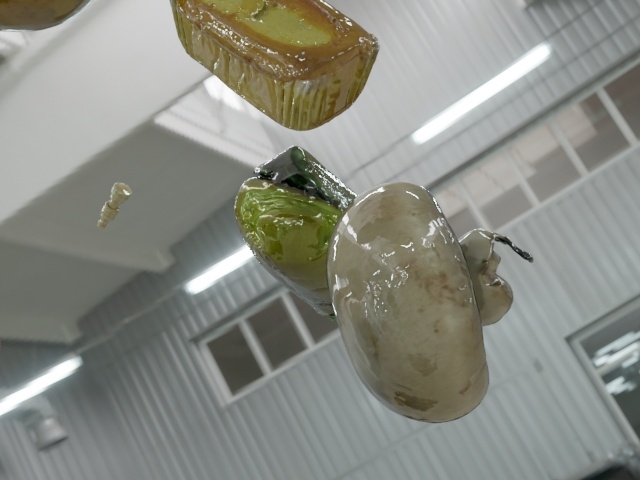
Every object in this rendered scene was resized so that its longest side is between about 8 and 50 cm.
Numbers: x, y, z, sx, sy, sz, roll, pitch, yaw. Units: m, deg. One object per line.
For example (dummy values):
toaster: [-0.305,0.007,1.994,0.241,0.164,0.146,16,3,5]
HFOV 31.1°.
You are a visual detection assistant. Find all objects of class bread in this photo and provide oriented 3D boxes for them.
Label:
bread: [0.000,0.000,2.046,0.208,0.251,0.376,-40,-30,4]
bread: [-0.067,-0.268,1.519,0.152,0.288,0.119,-34,-32,-30]

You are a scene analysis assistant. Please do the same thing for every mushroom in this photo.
mushroom: [0.167,0.081,1.683,0.294,0.362,0.362,-18,-17,1]

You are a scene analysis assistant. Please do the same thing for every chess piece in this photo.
chess piece: [-0.366,-0.056,2.015,0.035,0.035,0.092,-6,-42,-52]

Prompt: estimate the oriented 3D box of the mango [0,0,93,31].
mango: [-0.503,-0.428,1.609,0.445,0.232,0.300,3,-29,16]
